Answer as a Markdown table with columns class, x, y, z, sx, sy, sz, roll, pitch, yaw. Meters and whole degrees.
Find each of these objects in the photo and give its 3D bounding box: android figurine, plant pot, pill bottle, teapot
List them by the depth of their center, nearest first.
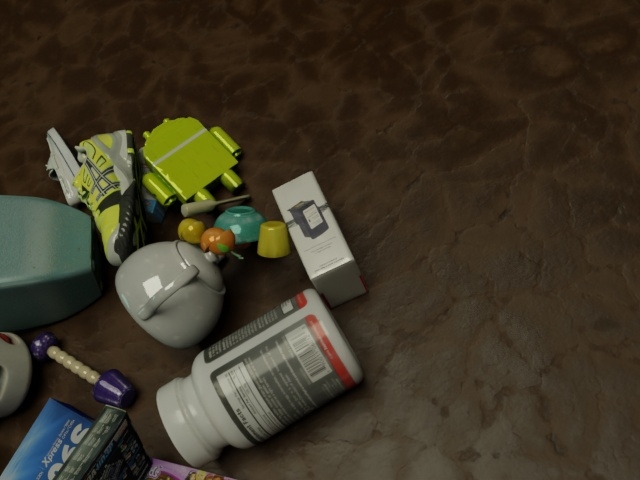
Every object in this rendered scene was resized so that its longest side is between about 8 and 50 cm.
| class | x | y | z | sx | sy | sz | roll | pitch | yaw |
| --- | --- | --- | --- | --- | --- | --- | --- | --- | --- |
| pill bottle | -0.116 | 0.267 | 1.268 | 0.362 | 0.210 | 0.210 | -30 | 60 | -1 |
| teapot | -0.289 | 0.089 | 1.374 | 0.187 | 0.252 | 0.256 | -42 | 47 | 7 |
| plant pot | -0.641 | 0.050 | 1.514 | 0.252 | 0.247 | 0.248 | -5 | 60 | -11 |
| android figurine | -0.318 | -0.191 | 1.599 | 0.273 | 0.056 | 0.248 | 43 | 67 | 12 |

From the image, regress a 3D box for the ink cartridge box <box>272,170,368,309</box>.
| class | x | y | z | sx | sy | sz | roll | pitch | yaw |
| --- | --- | --- | --- | --- | --- | --- | --- | --- | --- |
| ink cartridge box | 0.000 | 0.000 | 1.392 | 0.100 | 0.172 | 0.237 | -25 | 60 | 1 |

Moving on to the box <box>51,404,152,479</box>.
| class | x | y | z | sx | sy | sz | roll | pitch | yaw |
| --- | --- | --- | --- | --- | --- | --- | --- | --- | --- |
| box | -0.399 | 0.438 | 1.174 | 0.051 | 0.175 | 0.220 | 8 | 42 | 20 |

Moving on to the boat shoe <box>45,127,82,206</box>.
| class | x | y | z | sx | sy | sz | roll | pitch | yaw |
| --- | --- | --- | --- | --- | --- | --- | --- | --- | --- |
| boat shoe | -0.678 | -0.195 | 1.725 | 0.084 | 0.095 | 0.258 | -34 | 59 | -8 |

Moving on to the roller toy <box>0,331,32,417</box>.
| class | x | y | z | sx | sy | sz | roll | pitch | yaw |
| --- | --- | --- | --- | --- | --- | --- | --- | --- | --- |
| roller toy | -0.746 | 0.290 | 1.437 | 0.191 | 0.146 | 0.209 | -36 | 62 | 21 |

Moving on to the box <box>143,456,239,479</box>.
| class | x | y | z | sx | sy | sz | roll | pitch | yaw |
| --- | --- | --- | --- | --- | --- | --- | --- | --- | --- |
| box | -0.310 | 0.536 | 1.271 | 0.293 | 0.057 | 0.201 | 6 | 64 | 19 |

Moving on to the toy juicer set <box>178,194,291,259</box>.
| class | x | y | z | sx | sy | sz | roll | pitch | yaw |
| --- | --- | --- | --- | --- | --- | --- | --- | --- | --- |
| toy juicer set | -0.208 | -0.021 | 1.422 | 0.209 | 0.090 | 0.329 | -8 | 20 | -21 |

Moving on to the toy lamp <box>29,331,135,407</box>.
| class | x | y | z | sx | sy | sz | roll | pitch | yaw |
| --- | --- | --- | --- | --- | --- | --- | --- | --- | --- |
| toy lamp | -0.523 | 0.287 | 1.446 | 0.274 | 0.080 | 0.080 | 22 | 71 | 23 |

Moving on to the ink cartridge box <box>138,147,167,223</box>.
| class | x | y | z | sx | sy | sz | roll | pitch | yaw |
| --- | --- | --- | --- | --- | --- | --- | --- | --- | --- |
| ink cartridge box | -0.425 | -0.139 | 1.644 | 0.104 | 0.062 | 0.181 | 7 | 66 | 17 |

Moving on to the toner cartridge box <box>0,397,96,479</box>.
| class | x | y | z | sx | sy | sz | roll | pitch | yaw |
| --- | --- | --- | --- | --- | --- | --- | --- | --- | --- |
| toner cartridge box | -0.576 | 0.519 | 1.344 | 0.165 | 0.075 | 0.348 | 19 | 71 | 24 |

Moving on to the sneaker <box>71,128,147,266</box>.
| class | x | y | z | sx | sy | sz | roll | pitch | yaw |
| --- | --- | --- | --- | --- | --- | --- | --- | --- | --- |
| sneaker | -0.486 | -0.092 | 1.510 | 0.147 | 0.145 | 0.385 | -9 | 51 | -8 |
